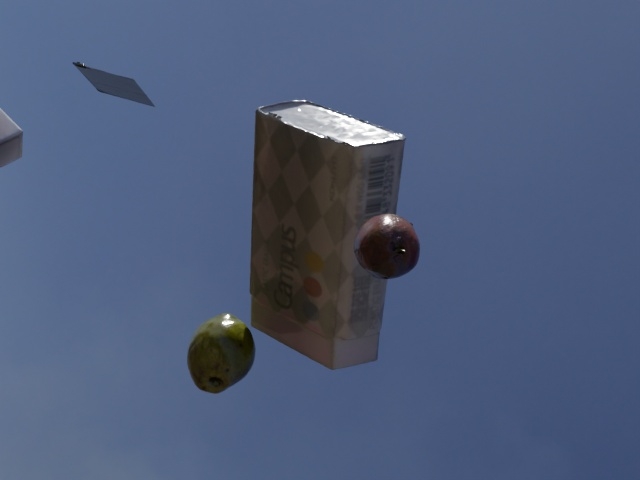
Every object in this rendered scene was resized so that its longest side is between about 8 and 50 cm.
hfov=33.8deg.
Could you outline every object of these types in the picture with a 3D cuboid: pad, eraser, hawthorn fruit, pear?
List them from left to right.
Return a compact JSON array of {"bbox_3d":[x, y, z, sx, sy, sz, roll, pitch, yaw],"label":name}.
[{"bbox_3d":[-0.371,-0.280,1.906,0.116,0.004,0.193,16,-7,5],"label":"pad"},{"bbox_3d":[-0.154,0.176,1.637,0.107,0.107,0.131,105,-13,-48],"label":"pear"},{"bbox_3d":[0.000,-0.001,1.570,0.213,0.082,0.396,24,-52,29],"label":"eraser"},{"bbox_3d":[0.070,0.009,1.101,0.077,0.077,0.077,35,-41,37],"label":"hawthorn fruit"}]

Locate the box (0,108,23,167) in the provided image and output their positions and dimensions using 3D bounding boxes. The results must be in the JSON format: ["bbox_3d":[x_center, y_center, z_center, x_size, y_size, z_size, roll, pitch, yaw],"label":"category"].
[{"bbox_3d":[-0.626,-0.209,1.553,0.343,0.200,0.065,44,-37,16],"label":"box"}]
